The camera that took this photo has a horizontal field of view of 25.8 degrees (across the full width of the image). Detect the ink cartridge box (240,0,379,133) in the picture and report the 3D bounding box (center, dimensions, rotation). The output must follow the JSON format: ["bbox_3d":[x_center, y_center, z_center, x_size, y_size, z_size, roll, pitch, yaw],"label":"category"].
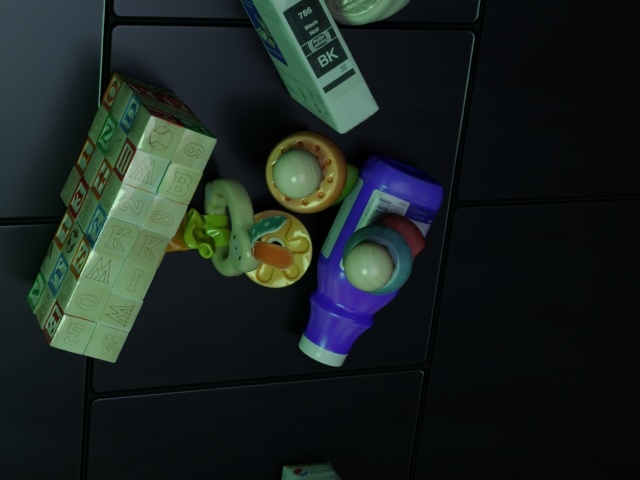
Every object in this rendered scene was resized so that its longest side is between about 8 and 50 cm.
[{"bbox_3d":[-0.053,-0.290,1.626,0.065,0.165,0.332,-35,123,-7],"label":"ink cartridge box"}]

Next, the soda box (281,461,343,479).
[{"bbox_3d":[-0.021,0.428,2.011,0.074,0.069,0.216,-3,114,-24],"label":"soda box"}]

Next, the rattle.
[{"bbox_3d":[-0.135,-0.008,1.691,0.143,0.200,0.130,13,106,-28],"label":"rattle"}]

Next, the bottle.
[{"bbox_3d":[0.058,0.030,1.857,0.118,0.092,0.283,19,104,-25],"label":"bottle"}]

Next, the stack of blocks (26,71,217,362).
[{"bbox_3d":[-0.243,-0.029,1.651,0.087,0.171,0.297,19,104,-29],"label":"stack of blocks"}]

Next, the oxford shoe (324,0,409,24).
[{"bbox_3d":[0.108,-0.465,1.653,0.449,0.169,0.130,-69,163,5],"label":"oxford shoe"}]

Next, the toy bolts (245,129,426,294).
[{"bbox_3d":[0.000,0.000,1.726,0.228,0.158,0.218,37,103,6],"label":"toy bolts"}]
